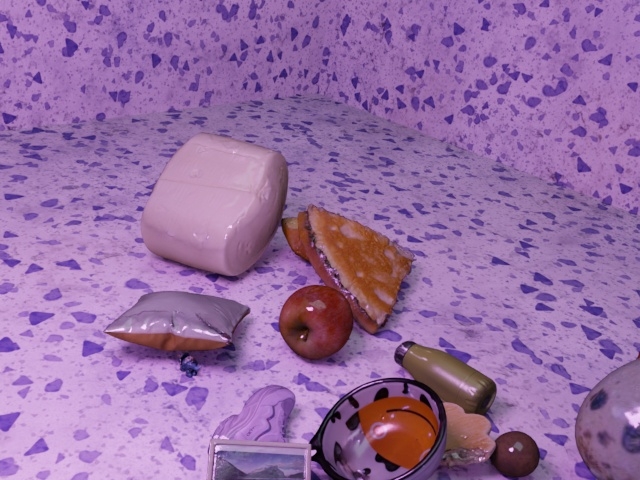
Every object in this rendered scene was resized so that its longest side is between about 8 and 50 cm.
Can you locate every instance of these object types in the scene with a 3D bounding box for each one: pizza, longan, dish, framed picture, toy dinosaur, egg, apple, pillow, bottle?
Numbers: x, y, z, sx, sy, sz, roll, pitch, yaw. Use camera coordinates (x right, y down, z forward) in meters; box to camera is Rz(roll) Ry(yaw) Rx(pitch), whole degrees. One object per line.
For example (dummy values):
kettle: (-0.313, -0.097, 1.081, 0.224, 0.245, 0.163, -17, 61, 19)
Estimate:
pizza: (0.080, 0.048, 2.068, 0.392, 0.080, 0.435, 37, 32, -2)
longan: (0.417, 0.463, 1.495, 0.106, 0.106, 0.119, -10, -10, -33)
dish: (0.134, 0.421, 1.403, 0.303, 0.120, 0.303, -18, 31, 11)
framed picture: (-0.119, 0.463, 1.334, 0.203, 0.015, 0.150, 6, 57, -6)
toy dinosaur: (-0.318, 0.296, 1.663, 0.031, 0.047, 0.083, -14, 32, -40)
egg: (0.748, 0.399, 1.427, 0.428, 0.344, 0.345, 0, 27, -6)
apple: (-0.008, 0.207, 1.776, 0.188, 0.188, 0.174, 19, 20, 20)
pillow: (-0.348, 0.200, 1.735, 0.313, 0.119, 0.310, 6, 12, 1)
bottle: (0.298, 0.331, 1.699, 0.260, 0.112, 0.112, 29, 33, 36)

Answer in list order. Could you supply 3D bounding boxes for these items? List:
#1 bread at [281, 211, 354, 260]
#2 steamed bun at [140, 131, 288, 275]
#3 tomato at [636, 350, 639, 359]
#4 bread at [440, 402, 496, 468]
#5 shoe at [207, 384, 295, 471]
bread: (-0.003, 0.001, 2.258, 0.261, 0.147, 0.160, -4, 20, -22)
steamed bun: (-0.305, -0.097, 2.160, 0.371, 0.290, 0.455, 16, 57, 18)
tomato: (0.915, 0.341, 1.689, 0.265, 0.264, 0.265, 7, 26, -3)
bread: (0.254, 0.429, 1.524, 0.251, 0.038, 0.181, -6, 25, 2)
shoe: (-0.112, 0.403, 1.464, 0.138, 0.095, 0.245, 27, 35, 26)
